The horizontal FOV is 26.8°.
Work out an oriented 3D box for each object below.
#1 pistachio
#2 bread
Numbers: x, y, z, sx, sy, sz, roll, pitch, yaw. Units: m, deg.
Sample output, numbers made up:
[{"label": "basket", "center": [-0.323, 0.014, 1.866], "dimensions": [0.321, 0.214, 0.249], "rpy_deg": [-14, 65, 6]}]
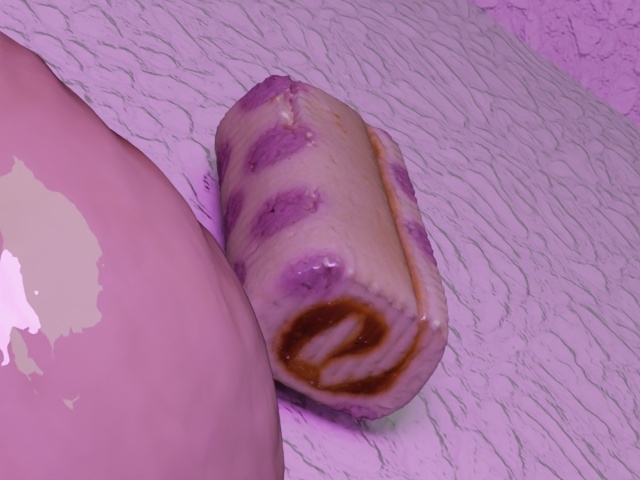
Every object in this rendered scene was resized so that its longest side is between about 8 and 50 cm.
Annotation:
[{"label": "pistachio", "center": [-0.197, 0.056, 0.866], "dimensions": [0.445, 0.281, 0.365], "rpy_deg": [58, 24, 9]}, {"label": "bread", "center": [0.000, 0.000, 1.258], "dimensions": [0.187, 0.155, 0.338], "rpy_deg": [31, 26, -27]}]
